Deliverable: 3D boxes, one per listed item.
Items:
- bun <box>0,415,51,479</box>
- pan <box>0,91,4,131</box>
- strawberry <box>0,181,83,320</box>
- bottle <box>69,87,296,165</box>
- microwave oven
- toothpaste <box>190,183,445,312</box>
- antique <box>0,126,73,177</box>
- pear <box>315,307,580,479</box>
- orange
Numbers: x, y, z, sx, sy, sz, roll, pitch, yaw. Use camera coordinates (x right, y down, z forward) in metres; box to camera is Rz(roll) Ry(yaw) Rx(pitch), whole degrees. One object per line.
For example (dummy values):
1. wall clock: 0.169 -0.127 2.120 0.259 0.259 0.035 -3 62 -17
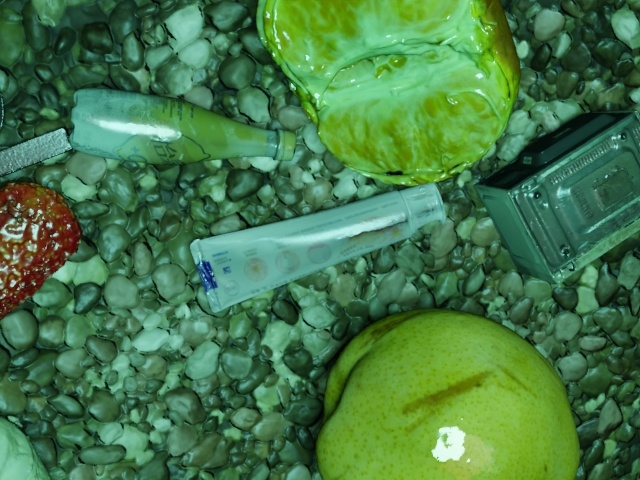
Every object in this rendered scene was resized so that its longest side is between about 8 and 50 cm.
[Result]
1. bun: -0.441 0.328 0.929 0.259 0.160 0.259 -2 100 -9
2. pan: -0.476 -0.185 0.910 0.235 0.028 0.136 39 89 -17
3. strawberry: -0.363 0.022 0.940 0.121 0.082 0.188 30 88 -17
4. bottle: -0.162 -0.128 0.959 0.269 0.083 0.083 7 97 -16
5. microwave oven: 0.338 -0.061 1.047 0.205 0.129 0.163 -33 104 -6
6. toothpaste: 0.000 0.000 1.022 0.323 0.066 0.100 -18 106 -4
7. antique: -0.392 -0.088 0.949 0.192 0.015 0.031 -22 103 -7
8. pear: 0.152 0.232 0.975 0.314 0.314 0.315 -2 99 -11
9. orange: 0.079 -0.232 0.918 0.262 0.196 0.335 -28 128 17
